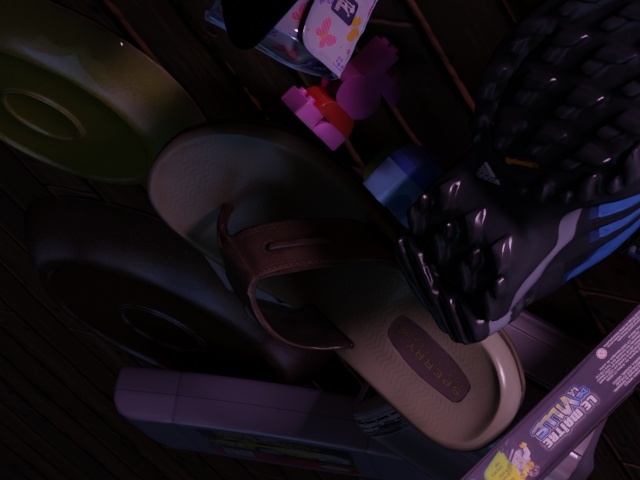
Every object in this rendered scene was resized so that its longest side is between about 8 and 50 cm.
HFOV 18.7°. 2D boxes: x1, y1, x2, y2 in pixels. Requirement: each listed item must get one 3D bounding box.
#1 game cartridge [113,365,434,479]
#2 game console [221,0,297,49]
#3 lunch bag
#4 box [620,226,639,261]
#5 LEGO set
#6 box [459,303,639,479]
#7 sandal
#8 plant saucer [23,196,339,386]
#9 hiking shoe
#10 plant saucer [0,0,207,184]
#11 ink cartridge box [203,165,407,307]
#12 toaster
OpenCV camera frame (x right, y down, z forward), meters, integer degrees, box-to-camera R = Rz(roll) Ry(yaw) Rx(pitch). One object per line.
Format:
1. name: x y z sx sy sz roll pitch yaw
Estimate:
1. game cartridge: -0.033 0.169 1.769 0.294 0.060 0.196 7 163 8
2. game console: -0.065 -0.241 0.755 0.250 0.173 0.293 28 159 -11
3. lunch bag: -0.011 -0.138 1.087 0.083 0.071 0.053 30 164 -12
4. box: 0.266 0.013 1.210 0.137 0.027 0.094 25 159 -1
5. LEGO set: 0.086 -0.043 1.213 0.227 0.093 0.087 42 -174 -49
6. box: 0.166 0.113 1.284 0.036 0.207 0.114 46 180 10
7. sandal: 0.004 0.026 1.276 0.303 0.086 0.120 39 123 17
8. plant saucer: -0.134 0.062 1.743 0.310 0.050 0.310 22 159 9
9. hiking shoe: 0.150 -0.064 1.071 0.113 0.132 0.304 54 142 11
10. plant saucer: -0.197 -0.104 1.422 0.241 0.037 0.241 21 159 8
11. ink cartridge box: 0.000 0.000 1.407 0.175 0.072 0.127 14 157 25
12. toaster: 0.123 0.124 1.501 0.146 0.129 0.227 32 161 -9
